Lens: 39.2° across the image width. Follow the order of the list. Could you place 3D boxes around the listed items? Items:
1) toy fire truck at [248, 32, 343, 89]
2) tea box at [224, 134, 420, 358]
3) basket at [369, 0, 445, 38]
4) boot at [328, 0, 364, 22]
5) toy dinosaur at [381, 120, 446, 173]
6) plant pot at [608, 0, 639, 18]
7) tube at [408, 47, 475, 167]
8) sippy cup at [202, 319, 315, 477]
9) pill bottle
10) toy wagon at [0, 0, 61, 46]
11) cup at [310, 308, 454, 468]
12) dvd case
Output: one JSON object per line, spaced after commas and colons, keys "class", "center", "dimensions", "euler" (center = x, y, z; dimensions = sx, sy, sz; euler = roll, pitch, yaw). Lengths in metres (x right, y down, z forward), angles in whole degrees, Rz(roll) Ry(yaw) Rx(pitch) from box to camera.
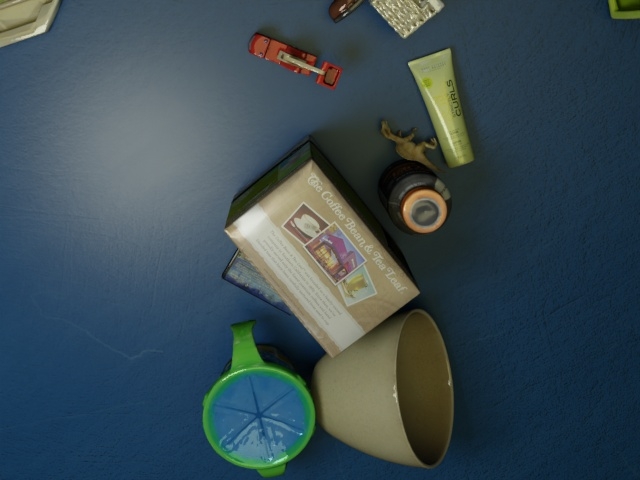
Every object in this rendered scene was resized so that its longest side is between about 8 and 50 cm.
{"class": "toy fire truck", "center": [-0.055, -0.363, 1.809], "dimensions": [0.192, 0.135, 0.047], "euler": [21, 102, -8]}
{"class": "tea box", "center": [0.000, 0.000, 1.785], "dimensions": [0.220, 0.323, 0.329], "euler": [-38, 102, 7]}
{"class": "basket", "center": [0.166, -0.474, 1.781], "dimensions": [0.103, 0.167, 0.113], "euler": [-43, 102, 14]}
{"class": "boot", "center": [0.012, -0.606, 1.772], "dimensions": [0.280, 0.096, 0.264], "euler": [34, 101, -10]}
{"class": "toy dinosaur", "center": [0.201, -0.186, 1.884], "dimensions": [0.183, 0.092, 0.053], "euler": [40, 131, 18]}
{"class": "plant pot", "center": [0.699, -0.566, 1.758], "dimensions": [0.207, 0.228, 0.227], "euler": [-12, 104, -6]}
{"class": "tube", "center": [0.262, -0.274, 1.891], "dimensions": [0.070, 0.062, 0.240], "euler": [-26, 102, -38]}
{"class": "sippy cup", "center": [-0.131, 0.336, 1.938], "dimensions": [0.240, 0.224, 0.305], "euler": [23, 102, -9]}
{"class": "pill bottle", "center": [0.194, -0.085, 1.836], "dimensions": [0.130, 0.246, 0.130], "euler": [-1, 104, -3]}
{"class": "toy wagon", "center": [-0.649, -0.561, 1.763], "dimensions": [0.267, 0.068, 0.344], "euler": [-18, 104, 1]}
{"class": "cup", "center": [0.121, 0.323, 1.930], "dimensions": [0.237, 0.331, 0.331], "euler": [-9, 106, 27]}
{"class": "dvd case", "center": [-0.078, 0.017, 1.964], "dimensions": [0.180, 0.022, 0.253], "euler": [29, 101, -9]}
